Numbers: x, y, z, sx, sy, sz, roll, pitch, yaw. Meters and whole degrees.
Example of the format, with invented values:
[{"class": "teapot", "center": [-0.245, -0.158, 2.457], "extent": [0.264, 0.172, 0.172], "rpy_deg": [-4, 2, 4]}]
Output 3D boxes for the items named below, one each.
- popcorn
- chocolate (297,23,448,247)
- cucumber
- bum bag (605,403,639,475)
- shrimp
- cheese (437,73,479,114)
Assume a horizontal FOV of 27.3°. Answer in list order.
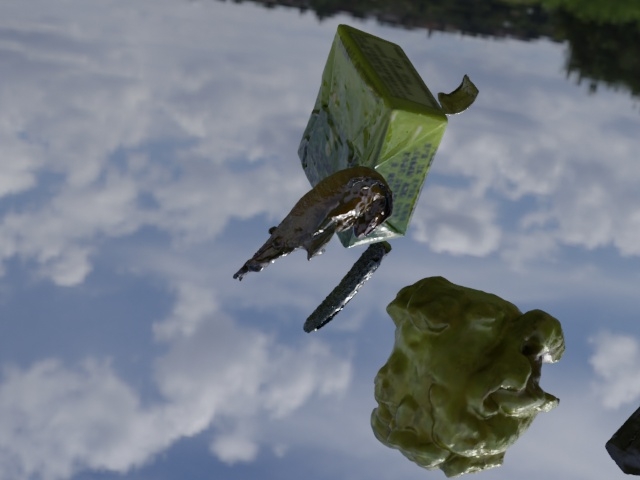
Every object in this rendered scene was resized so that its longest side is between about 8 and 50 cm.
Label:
[{"class": "popcorn", "center": [0.192, 0.189, 1.760], "extent": [0.241, 0.250, 0.235], "rpy_deg": [18, 178, 23]}, {"class": "chocolate", "center": [0.088, -0.183, 2.312], "extent": [0.137, 0.289, 0.301], "rpy_deg": [2, -144, -23]}, {"class": "cucumber", "center": [0.052, 0.097, 2.618], "extent": [0.043, 0.257, 0.044], "rpy_deg": [20, -151, -44]}, {"class": "bum bag", "center": [0.659, 0.310, 2.422], "extent": [0.137, 0.310, 0.074], "rpy_deg": [36, -173, 18]}, {"class": "shrimp", "center": [-0.007, 0.001, 1.824], "extent": [0.117, 0.262, 0.066], "rpy_deg": [36, -153, -22]}, {"class": "cheese", "center": [0.262, -0.275, 2.543], "extent": [0.084, 0.041, 0.060], "rpy_deg": [-30, -123, -2]}]
